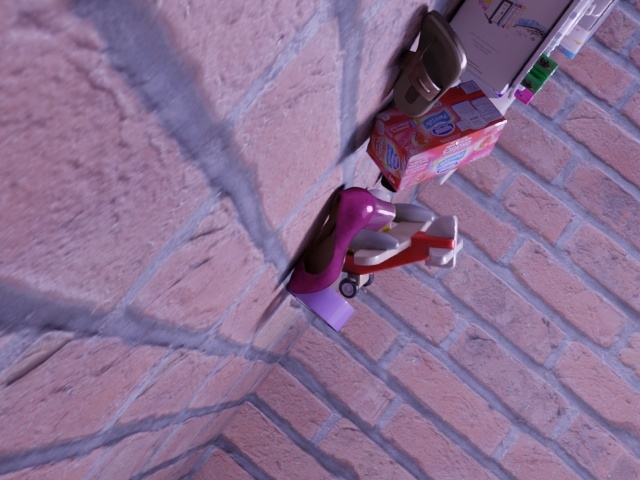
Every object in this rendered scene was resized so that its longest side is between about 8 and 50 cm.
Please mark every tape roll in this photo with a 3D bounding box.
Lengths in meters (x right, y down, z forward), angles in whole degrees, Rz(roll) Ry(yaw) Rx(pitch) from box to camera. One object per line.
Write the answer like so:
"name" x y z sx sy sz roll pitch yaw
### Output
"tape roll" 0.001 0.169 2.156 0.080 0.189 0.189 -51 172 -7

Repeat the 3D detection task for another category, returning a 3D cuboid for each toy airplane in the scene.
"toy airplane" 0.199 -0.018 2.120 0.384 0.273 0.386 -21 -175 -15

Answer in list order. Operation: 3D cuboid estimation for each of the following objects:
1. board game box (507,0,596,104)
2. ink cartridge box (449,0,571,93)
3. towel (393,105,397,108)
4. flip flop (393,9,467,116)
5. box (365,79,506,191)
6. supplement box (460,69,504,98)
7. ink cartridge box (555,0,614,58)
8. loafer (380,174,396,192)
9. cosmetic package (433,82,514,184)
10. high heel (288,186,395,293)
"board game box" 0.519 -0.446 1.530 0.390 0.050 0.390 -54 174 12
"ink cartridge box" 0.370 -0.436 1.523 0.233 0.168 0.171 -54 172 19
"towel" 0.216 -0.279 1.654 0.144 0.029 0.197 -46 152 25
"flip flop" 0.178 -0.299 1.372 0.080 0.112 0.277 -32 171 -21
"box" 0.240 -0.219 1.603 0.256 0.128 0.123 -23 153 -22
"supplement box" 0.457 -0.474 1.925 0.220 0.111 0.114 -51 -156 -7
"ink cartridge box" 0.668 -0.643 2.017 0.197 0.198 0.270 -51 172 6
"loafer" 0.222 -0.211 2.120 0.078 0.080 0.220 -58 -179 -21
"cosmetic package" 0.433 -0.358 2.323 0.385 0.156 0.217 -44 170 -48
"high heel" 0.000 0.000 1.875 0.181 0.127 0.377 16 128 -42
